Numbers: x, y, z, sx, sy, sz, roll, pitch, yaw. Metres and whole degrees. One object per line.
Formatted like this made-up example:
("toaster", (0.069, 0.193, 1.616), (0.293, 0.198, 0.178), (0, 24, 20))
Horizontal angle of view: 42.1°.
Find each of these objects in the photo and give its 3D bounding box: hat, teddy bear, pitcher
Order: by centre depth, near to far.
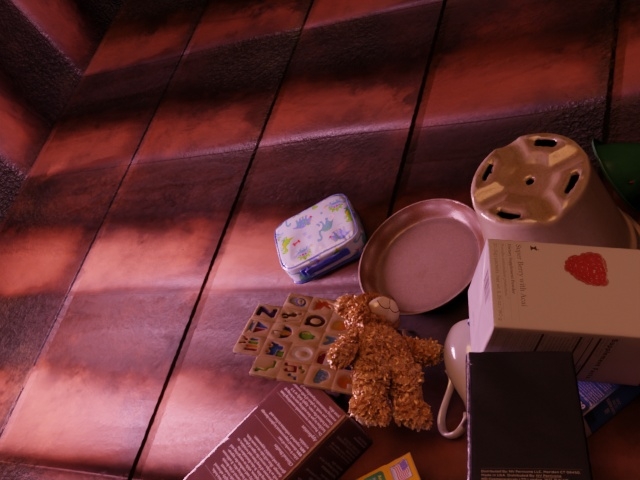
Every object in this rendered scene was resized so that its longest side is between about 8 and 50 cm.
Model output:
("pitcher", (0.289, 0.271, 1.621), (0.178, 0.125, 0.207), (-30, 50, 34))
("teddy bear", (0.126, 0.229, 1.647), (0.245, 0.113, 0.338), (14, 43, 2))
("hat", (0.675, -0.172, 1.669), (0.183, 0.208, 0.173), (-32, 62, 28))

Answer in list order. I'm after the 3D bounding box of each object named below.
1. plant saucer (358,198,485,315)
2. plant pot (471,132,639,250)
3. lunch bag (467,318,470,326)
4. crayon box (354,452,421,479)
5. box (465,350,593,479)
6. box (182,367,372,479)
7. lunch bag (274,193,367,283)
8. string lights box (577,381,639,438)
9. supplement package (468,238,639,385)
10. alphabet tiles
("plant saucer", (0.233, 0.043, 1.875), (0.310, 0.050, 0.310), (-19, 46, 21))
("plant pot", (0.444, -0.032, 1.625), (0.334, 0.305, 0.334), (-18, 47, 20))
("lunch bag", (0.365, 0.163, 1.562), (0.151, 0.096, 0.129), (42, 51, 12))
("crayon box", (0.072, 0.560, 1.535), (0.323, 0.083, 0.203), (-30, 44, 9))
("box", (0.323, 0.376, 1.307), (0.183, 0.296, 0.294), (-3, 37, 10))
("box", (-0.101, 0.464, 1.688), (0.381, 0.143, 0.191), (-43, 44, -8))
("lunch bag", (0.000, 0.000, 2.037), (0.219, 0.090, 0.176), (-28, 44, 10))
("string lights box", (0.511, 0.239, 1.522), (0.259, 0.077, 0.133), (-39, 43, -1))
("supplement package", (0.414, 0.122, 1.415), (0.293, 0.175, 0.177), (4, 55, -1))
("alphabet tiles", (0.002, 0.215, 1.782), (0.342, 0.011, 0.285), (9, 34, 12))
